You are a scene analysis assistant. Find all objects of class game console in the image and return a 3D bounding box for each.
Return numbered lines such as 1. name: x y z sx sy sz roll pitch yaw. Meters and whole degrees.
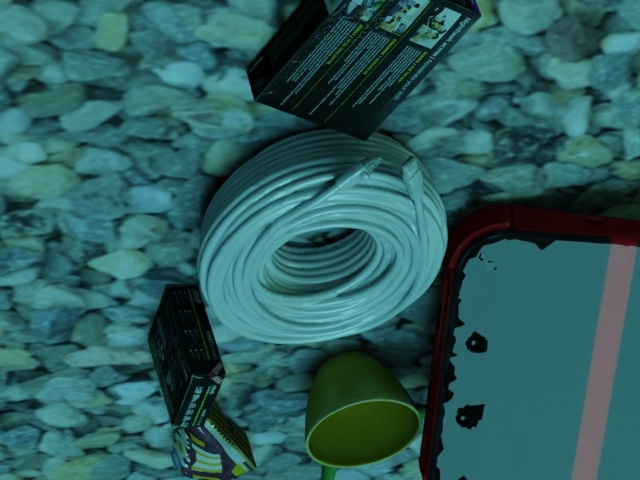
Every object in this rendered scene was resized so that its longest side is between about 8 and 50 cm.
1. game console: 0.290 0.152 1.787 0.342 0.060 0.387 5 116 0

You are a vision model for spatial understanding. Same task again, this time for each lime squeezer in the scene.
1. lime squeezer: 0.069 0.240 1.949 0.310 0.110 0.059 -30 152 -34

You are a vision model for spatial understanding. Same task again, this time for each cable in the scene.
1. cable: 0.000 0.000 1.647 0.257 0.089 0.257 -20 142 7

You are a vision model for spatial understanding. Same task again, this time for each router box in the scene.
1. router box: -0.141 0.122 1.717 0.038 0.122 0.092 0 139 -25
2. router box: 0.038 -0.177 1.480 0.133 0.046 0.179 18 131 -35

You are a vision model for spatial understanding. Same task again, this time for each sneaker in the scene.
1. sneaker: -0.142 0.234 1.893 0.084 0.070 0.185 -27 139 6

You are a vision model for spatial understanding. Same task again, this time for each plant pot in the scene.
1. plant pot: 0.040 0.183 1.871 0.134 0.095 0.134 -9 141 -7
